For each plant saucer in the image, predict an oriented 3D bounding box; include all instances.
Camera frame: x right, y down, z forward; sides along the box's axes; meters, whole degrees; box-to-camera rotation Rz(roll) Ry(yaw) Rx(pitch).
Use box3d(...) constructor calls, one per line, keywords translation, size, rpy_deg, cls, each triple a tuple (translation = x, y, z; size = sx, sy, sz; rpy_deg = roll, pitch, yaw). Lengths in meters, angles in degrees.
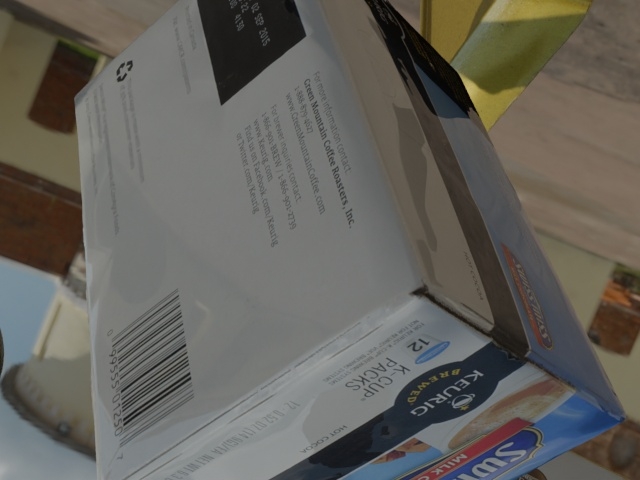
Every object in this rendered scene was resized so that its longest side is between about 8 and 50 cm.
box3d(translation=(0.214, -0.312, 1.223), size=(0.081, 0.332, 0.332), rpy_deg=(17, 142, -16), cls="plant saucer")

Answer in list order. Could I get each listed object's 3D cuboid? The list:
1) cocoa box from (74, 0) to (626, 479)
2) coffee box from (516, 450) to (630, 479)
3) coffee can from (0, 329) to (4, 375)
box3d(translation=(0.000, 0.000, 0.641), size=(0.228, 0.231, 0.347), rpy_deg=(33, -150, -42), cls="cocoa box")
box3d(translation=(0.213, 0.417, 1.229), size=(0.338, 0.334, 0.338), rpy_deg=(27, 168, 2), cls="coffee box")
box3d(translation=(-0.442, 0.144, 0.902), size=(0.202, 0.201, 0.275), rpy_deg=(22, -171, -7), cls="coffee can")
